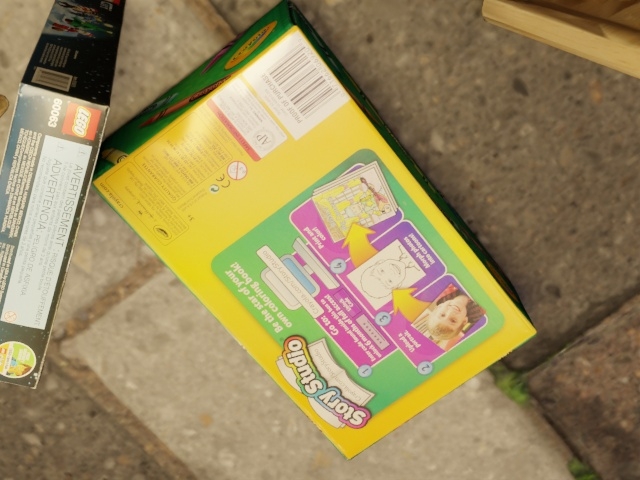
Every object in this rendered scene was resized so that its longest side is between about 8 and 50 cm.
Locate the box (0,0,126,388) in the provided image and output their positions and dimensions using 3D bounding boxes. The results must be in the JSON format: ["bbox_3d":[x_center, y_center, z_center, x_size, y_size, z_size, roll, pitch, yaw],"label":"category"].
[{"bbox_3d":[-0.155,-0.045,0.629,0.044,0.233,0.159,13,112,-14],"label":"box"}]

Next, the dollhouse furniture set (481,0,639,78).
[{"bbox_3d":[0.059,-0.213,0.520,0.394,0.362,0.256,-6,116,-34],"label":"dollhouse furniture set"}]

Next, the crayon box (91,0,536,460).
[{"bbox_3d":[0.000,0.000,0.745,0.165,0.081,0.278,-36,112,11],"label":"crayon box"}]

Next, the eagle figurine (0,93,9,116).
[{"bbox_3d":[-0.306,0.043,0.612,0.226,0.225,0.298,6,154,-19],"label":"eagle figurine"}]
